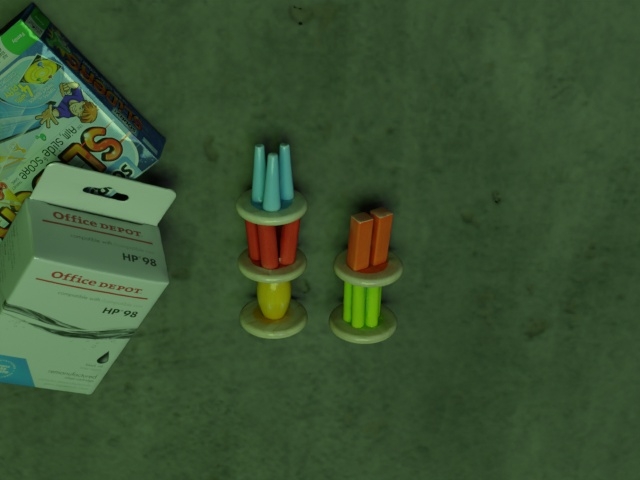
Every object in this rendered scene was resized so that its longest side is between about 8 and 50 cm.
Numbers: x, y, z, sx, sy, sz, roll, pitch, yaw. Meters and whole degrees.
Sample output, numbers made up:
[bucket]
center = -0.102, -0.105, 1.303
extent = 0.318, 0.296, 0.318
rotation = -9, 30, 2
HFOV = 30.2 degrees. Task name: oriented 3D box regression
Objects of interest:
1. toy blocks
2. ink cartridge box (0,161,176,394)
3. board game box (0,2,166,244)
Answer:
[toy blocks]
center = 0.000, 0.000, 0.870
extent = 0.123, 0.054, 0.148
rotation = 2, 121, 2
[ink cartridge box]
center = -0.182, 0.033, 0.865
extent = 0.104, 0.060, 0.180
rotation = 13, 133, -31
[board game box]
center = -0.232, -0.057, 0.857
extent = 0.201, 0.035, 0.136
rotation = -35, 114, 21
